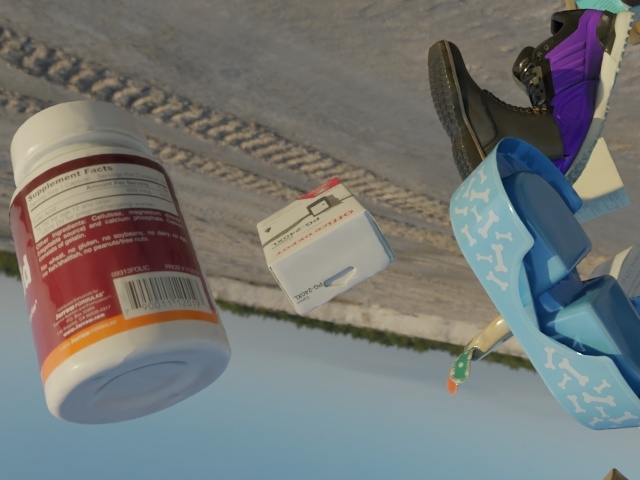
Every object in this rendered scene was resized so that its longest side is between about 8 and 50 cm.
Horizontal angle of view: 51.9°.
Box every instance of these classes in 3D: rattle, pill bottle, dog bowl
[{"bbox_3d":[0.221,0.098,0.922,0.142,0.200,0.130,53,-173,3],"label":"rattle"},{"bbox_3d":[-0.281,0.019,0.874,0.224,0.392,0.224,-19,153,-10],"label":"pill bottle"},{"bbox_3d":[0.229,0.045,0.624,0.074,0.297,0.166,-35,173,37],"label":"dog bowl"}]

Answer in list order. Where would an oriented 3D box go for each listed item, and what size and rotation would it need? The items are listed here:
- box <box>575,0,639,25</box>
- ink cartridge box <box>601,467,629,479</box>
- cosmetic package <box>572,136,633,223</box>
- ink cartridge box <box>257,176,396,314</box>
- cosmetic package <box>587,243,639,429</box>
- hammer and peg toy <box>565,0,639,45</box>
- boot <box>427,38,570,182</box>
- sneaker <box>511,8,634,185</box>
[{"bbox_3d":[0.436,-0.457,1.078,0.101,0.244,0.060,-24,166,-31],"label":"box"},{"bbox_3d":[0.665,0.610,1.347,0.235,0.088,0.193,40,-159,21],"label":"ink cartridge box"},{"bbox_3d":[0.462,-0.081,1.363,0.310,0.113,0.160,-24,158,24],"label":"cosmetic package"},{"bbox_3d":[0.000,0.000,0.678,0.109,0.063,0.150,-31,-161,0],"label":"ink cartridge box"},{"bbox_3d":[0.546,0.170,1.110,0.225,0.224,0.138,36,158,5],"label":"cosmetic package"},{"bbox_3d":[0.638,-0.530,1.293,0.266,0.361,0.127,54,-166,-29],"label":"hammer and peg toy"},{"bbox_3d":[0.226,-0.172,0.841,0.137,0.197,0.077,-19,-172,-4],"label":"boot"},{"bbox_3d":[0.346,-0.213,0.962,0.146,0.293,0.102,18,165,16],"label":"sneaker"}]
